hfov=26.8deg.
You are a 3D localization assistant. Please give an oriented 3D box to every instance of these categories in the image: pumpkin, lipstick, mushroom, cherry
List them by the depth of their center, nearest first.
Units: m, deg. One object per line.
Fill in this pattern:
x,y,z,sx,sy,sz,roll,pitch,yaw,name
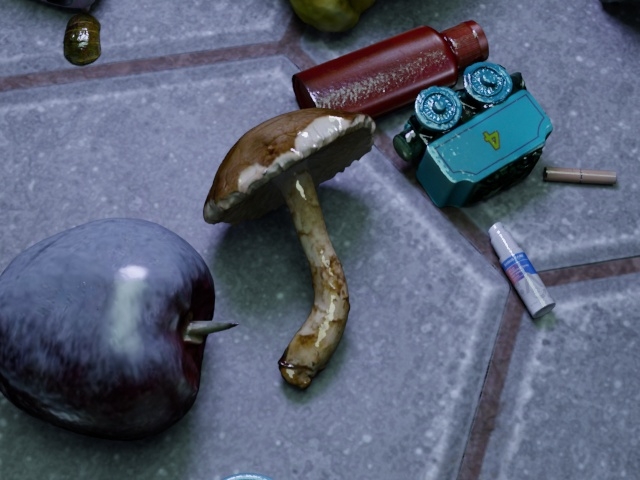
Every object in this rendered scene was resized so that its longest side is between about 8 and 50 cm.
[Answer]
-0.236,0.097,1.511,0.296,0.218,0.255,5,69,5,cherry
-0.013,-0.016,1.633,0.233,0.302,0.208,-22,23,-12,mushroom
0.338,-0.085,1.753,0.094,0.019,0.019,4,63,-3,lipstick
-0.321,-0.277,1.805,0.050,0.028,0.083,-4,59,-4,pumpkin

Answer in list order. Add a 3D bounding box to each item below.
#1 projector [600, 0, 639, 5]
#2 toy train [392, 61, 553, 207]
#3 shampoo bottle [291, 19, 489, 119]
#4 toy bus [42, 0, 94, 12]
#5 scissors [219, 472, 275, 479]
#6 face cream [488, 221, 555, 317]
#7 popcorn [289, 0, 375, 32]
0.485,-0.384,1.784,0.198,0.250,0.108,0,89,-5,projector
0.199,-0.136,1.727,0.198,0.107,0.154,-28,76,-16,toy train
0.098,-0.222,1.782,0.260,0.064,0.102,-24,66,-15,shampoo bottle
-0.326,-0.471,1.840,0.179,0.143,0.305,23,63,5,toy bus
-0.210,0.410,1.457,0.447,0.029,0.192,-23,66,-15,scissors
0.247,0.034,1.678,0.034,0.034,0.130,-21,66,-14,face cream
0.041,-0.472,1.761,0.293,0.334,0.292,11,54,-44,popcorn
